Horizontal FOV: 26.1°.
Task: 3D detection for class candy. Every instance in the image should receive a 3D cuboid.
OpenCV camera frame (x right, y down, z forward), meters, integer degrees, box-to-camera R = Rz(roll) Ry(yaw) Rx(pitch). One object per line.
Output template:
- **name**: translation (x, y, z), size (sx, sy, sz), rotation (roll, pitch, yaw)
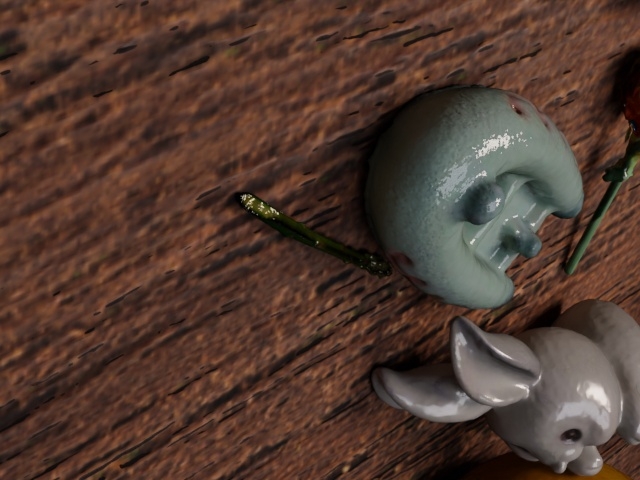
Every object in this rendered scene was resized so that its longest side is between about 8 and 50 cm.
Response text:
- **candy**: translation (0.215, -0.050, 0.977), size (0.060, 0.060, 0.201), rotation (-16, 140, -40)

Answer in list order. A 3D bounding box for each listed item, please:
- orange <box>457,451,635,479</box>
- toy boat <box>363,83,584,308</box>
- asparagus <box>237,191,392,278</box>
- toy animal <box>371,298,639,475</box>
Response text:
- **orange**: translation (0.177, 0.269, 1.089), size (0.219, 0.193, 0.219), rotation (-1, 106, -4)
- **toy boat**: translation (0.106, -0.018, 0.851), size (0.134, 0.079, 0.207), rotation (-49, 147, 3)
- **asparagus**: translation (0.000, 0.000, 0.802), size (0.016, 0.013, 0.166), rotation (-45, 146, 12)
- **toy animal**: translation (0.146, 0.114, 0.978), size (0.221, 0.131, 0.104), rotation (-7, 169, -44)
